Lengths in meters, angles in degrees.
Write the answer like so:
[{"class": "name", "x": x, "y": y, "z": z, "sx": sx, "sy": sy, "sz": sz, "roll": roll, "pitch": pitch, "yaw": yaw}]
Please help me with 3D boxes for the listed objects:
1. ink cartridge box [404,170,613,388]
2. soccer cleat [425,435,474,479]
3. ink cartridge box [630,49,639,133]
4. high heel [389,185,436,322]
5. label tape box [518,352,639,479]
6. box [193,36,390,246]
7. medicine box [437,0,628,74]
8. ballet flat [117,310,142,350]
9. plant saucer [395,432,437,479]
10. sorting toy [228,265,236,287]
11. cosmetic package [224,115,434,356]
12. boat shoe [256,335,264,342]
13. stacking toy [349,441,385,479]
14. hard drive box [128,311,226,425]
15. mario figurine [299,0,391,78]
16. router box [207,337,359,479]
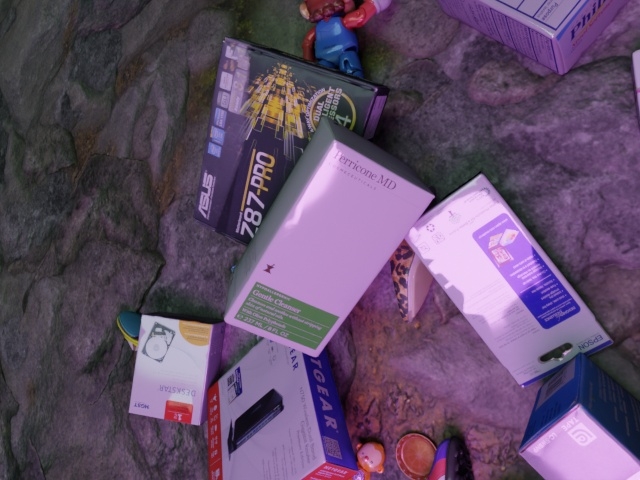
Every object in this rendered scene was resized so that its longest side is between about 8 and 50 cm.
[{"class": "ink cartridge box", "x": 0.298, "y": 0.065, "z": 0.772, "sx": 0.165, "sy": 0.065, "sz": 0.332, "roll": -37, "pitch": 88, "yaw": 22}, {"class": "soccer cleat", "x": 0.191, "y": 0.492, "z": 0.800, "sx": 0.117, "sy": 0.109, "sz": 0.317, "roll": 2, "pitch": 87, "yaw": 35}, {"class": "ink cartridge box", "x": 0.533, "y": -0.235, "z": 0.715, "sx": 0.089, "sy": 0.052, "sz": 0.122, "roll": -6, "pitch": 82, "yaw": 30}, {"class": "high heel", "x": 0.129, "y": 0.020, "z": 0.919, "sx": 0.186, "sy": 0.093, "sz": 0.260, "roll": 5, "pitch": 89, "yaw": 43}, {"class": "label tape box", "x": 0.430, "y": 0.320, "z": 0.584, "sx": 0.334, "sy": 0.241, "sz": 0.105, "roll": 44, "pitch": 113, "yaw": 21}, {"class": "box", "x": -0.075, "y": -0.162, "z": 0.942, "sx": 0.319, "sy": 0.097, "sz": 0.394, "roll": 26, "pitch": 116, "yaw": 16}, {"class": "medicine box", "x": 0.373, "y": -0.478, "z": 0.787, "sx": 0.289, "sy": 0.149, "sz": 0.263, "roll": 45, "pitch": 107, "yaw": 27}, {"class": "ballet flat", "x": -0.465, "y": 0.270, "z": 1.244, "sx": 0.231, "sy": 0.077, "sz": 0.077, "roll": 25, "pitch": 113, "yaw": 29}, {"class": "plant saucer", "x": 0.181, "y": 0.400, "z": 0.868, "sx": 0.084, "sy": 0.013, "sz": 0.083, "roll": -4, "pitch": 82, "yaw": 30}, {"class": "sorting toy", "x": -0.180, "y": 0.083, "z": 1.117, "sx": 0.061, "sy": 0.042, "sz": 0.102, "roll": 39, "pitch": 92, "yaw": 13}, {"class": "cosmetic package", "x": 0.000, "y": 0.000, "z": 0.818, "sx": 0.365, "sy": 0.197, "sz": 0.155, "roll": -58, "pitch": 19, "yaw": 23}, {"class": "boat shoe", "x": -0.105, "y": 0.166, "z": 1.056, "sx": 0.040, "sy": 0.049, "sz": 0.142, "roll": 40, "pitch": 103, "yaw": 48}, {"class": "stacking toy", "x": 0.023, "y": 0.509, "z": 0.888, "sx": 0.175, "sy": 0.166, "sz": 0.301, "roll": 37, "pitch": 89, "yaw": 37}, {"class": "hard drive box", "x": -0.337, "y": 0.297, "z": 1.116, "sx": 0.181, "sy": 0.089, "sz": 0.231, "roll": 5, "pitch": 87, "yaw": 9}, {"class": "mario figurine", "x": 0.052, "y": -0.439, "z": 1.017, "sx": 0.198, "sy": 0.170, "sz": 0.320, "roll": -7, "pitch": 90, "yaw": -6}, {"class": "router box", "x": -0.098, "y": 0.358, "z": 0.914, "sx": 0.301, "sy": 0.082, "sz": 0.335, "roll": -45, "pitch": 34, "yaw": 18}]
